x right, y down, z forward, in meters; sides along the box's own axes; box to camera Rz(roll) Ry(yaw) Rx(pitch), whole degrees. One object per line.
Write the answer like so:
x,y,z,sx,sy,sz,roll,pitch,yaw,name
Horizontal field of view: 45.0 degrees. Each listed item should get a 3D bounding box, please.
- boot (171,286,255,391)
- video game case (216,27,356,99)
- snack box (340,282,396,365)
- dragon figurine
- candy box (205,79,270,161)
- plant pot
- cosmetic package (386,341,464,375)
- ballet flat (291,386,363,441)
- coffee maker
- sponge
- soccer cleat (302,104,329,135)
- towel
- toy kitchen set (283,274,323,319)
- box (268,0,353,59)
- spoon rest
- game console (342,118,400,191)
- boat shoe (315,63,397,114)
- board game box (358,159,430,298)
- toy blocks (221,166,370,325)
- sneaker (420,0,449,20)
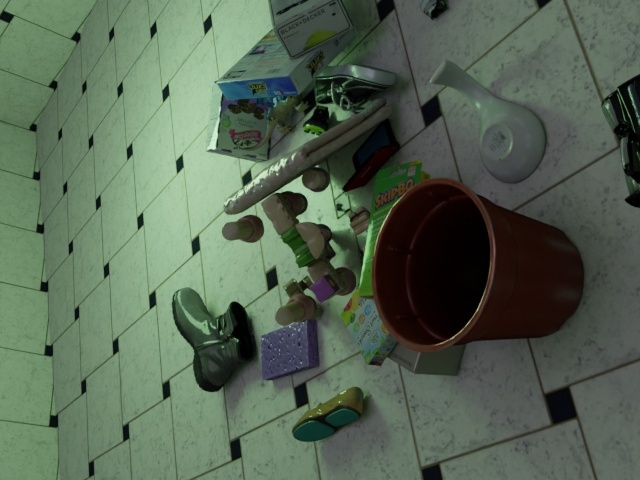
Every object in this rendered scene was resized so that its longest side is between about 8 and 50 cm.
-0.287,0.230,2.154,0.223,0.118,0.338,-47,59,34,boot
-0.083,-0.438,1.866,0.269,0.061,0.244,7,49,45,video game case
0.099,0.157,1.491,0.100,0.037,0.141,-62,37,27,snack box
-0.113,-0.366,2.046,0.289,0.085,0.144,-51,43,29,dragon figurine
-0.219,-0.326,2.117,0.070,0.164,0.196,-1,82,55,candy box
0.272,0.054,1.270,0.272,0.265,0.273,-17,68,52,plant pot
0.212,0.086,1.479,0.160,0.113,0.310,22,100,55,cosmetic package
0.022,0.388,1.724,0.232,0.080,0.073,-35,28,42,ballet flat
0.515,-0.156,1.130,0.171,0.120,0.178,-17,68,26,coffee maker
-0.080,0.272,1.908,0.210,0.031,0.117,-27,61,49,sponge
-0.006,-0.288,1.844,0.179,0.060,0.072,-69,-7,-82,soccer cleat
-0.031,-0.184,1.716,0.053,0.317,0.332,56,141,-3,towel
-0.030,0.129,1.844,0.068,0.083,0.075,-41,34,-16,toy kitchen set
-0.031,-0.549,1.836,0.169,0.087,0.290,-26,32,8,box
0.318,-0.228,1.447,0.137,0.084,0.276,-53,57,35,spoon rest
0.100,-0.191,1.721,0.085,0.124,0.144,52,129,13,game console
0.069,-0.346,1.771,0.306,0.113,0.105,20,103,57,boat shoe
0.140,-0.020,1.458,0.124,0.039,0.260,-9,68,49,board game box
0.000,0.000,1.736,0.309,0.260,0.289,-34,83,17,toy blocks
0.253,-0.510,1.620,0.069,0.038,0.098,61,139,39,sneaker
